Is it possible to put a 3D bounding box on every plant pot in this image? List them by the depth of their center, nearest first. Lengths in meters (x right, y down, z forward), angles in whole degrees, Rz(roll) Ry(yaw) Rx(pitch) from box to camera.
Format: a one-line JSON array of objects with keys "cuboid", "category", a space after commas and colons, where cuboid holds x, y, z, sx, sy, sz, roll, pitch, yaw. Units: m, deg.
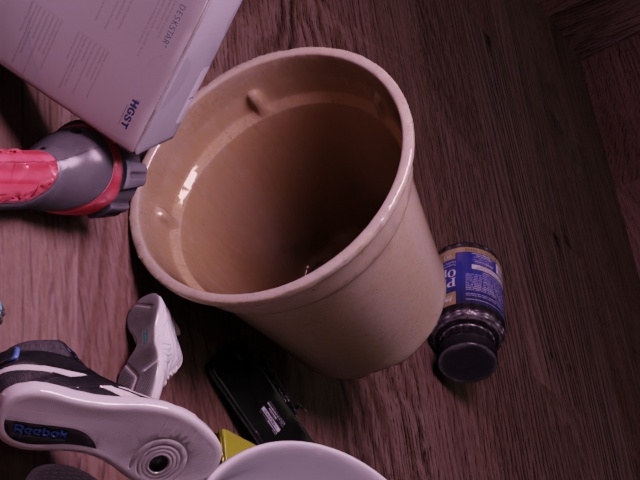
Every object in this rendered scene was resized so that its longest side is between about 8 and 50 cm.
[{"cuboid": [0.000, 0.000, 1.435, 0.305, 0.334, 0.334, 53, 26, -50], "category": "plant pot"}]

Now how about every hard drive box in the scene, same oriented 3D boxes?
[{"cuboid": [-0.218, -0.224, 1.201, 0.232, 0.181, 0.089, 35, 24, 8], "category": "hard drive box"}]

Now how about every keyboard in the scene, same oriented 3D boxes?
[{"cuboid": [-0.062, 0.206, 1.430, 0.192, 0.038, 0.100, 57, 37, -6], "category": "keyboard"}]

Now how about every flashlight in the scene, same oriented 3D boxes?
[{"cuboid": [-0.276, -0.066, 1.138, 0.304, 0.103, 0.103, -6, 107, -69], "category": "flashlight"}]

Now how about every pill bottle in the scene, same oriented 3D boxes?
[{"cuboid": [0.235, 0.117, 1.983, 0.123, 0.123, 0.219, 50, 29, -32], "category": "pill bottle"}]

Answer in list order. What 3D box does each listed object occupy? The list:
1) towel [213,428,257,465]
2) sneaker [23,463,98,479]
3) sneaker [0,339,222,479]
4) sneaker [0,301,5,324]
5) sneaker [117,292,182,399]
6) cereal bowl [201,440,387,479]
[{"cuboid": [-0.075, 0.324, 1.313, 0.102, 0.021, 0.237, 42, 33, -50], "category": "towel"}, {"cuboid": [-0.208, 0.309, 0.957, 0.090, 0.145, 0.270, 13, 28, -28], "category": "sneaker"}, {"cuboid": [-0.193, 0.141, 1.094, 0.217, 0.079, 0.121, 23, 15, -32], "category": "sneaker"}, {"cuboid": [-0.339, 0.057, 0.920, 0.125, 0.104, 0.262, 62, 25, -4], "category": "sneaker"}, {"cuboid": [-0.167, 0.125, 1.261, 0.061, 0.054, 0.152, 50, 29, -37], "category": "sneaker"}, {"cuboid": [-0.029, 0.368, 1.166, 0.339, 0.141, 0.339, 24, 47, -29], "category": "cereal bowl"}]
